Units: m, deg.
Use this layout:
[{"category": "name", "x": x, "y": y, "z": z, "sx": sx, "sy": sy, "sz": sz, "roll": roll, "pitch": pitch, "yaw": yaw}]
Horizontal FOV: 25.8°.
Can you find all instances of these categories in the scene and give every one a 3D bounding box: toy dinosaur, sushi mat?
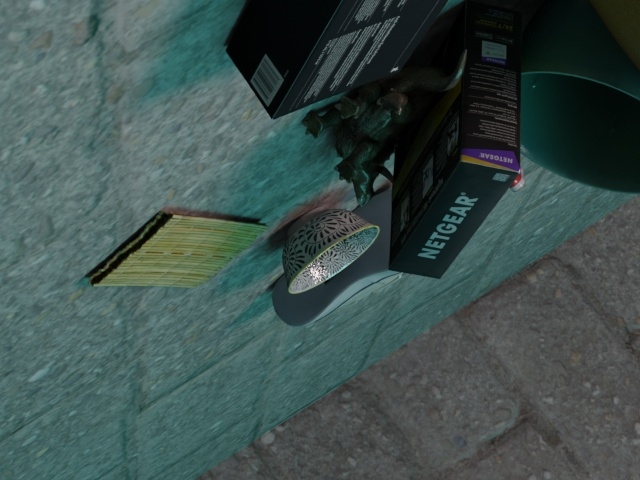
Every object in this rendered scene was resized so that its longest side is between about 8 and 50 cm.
[{"category": "toy dinosaur", "x": 0.082, "y": -0.169, "z": 1.785, "sx": 0.160, "sy": 0.121, "sz": 0.313, "roll": -37, "pitch": 168, "yaw": -50}, {"category": "sushi mat", "x": -0.186, "y": 0.016, "z": 1.892, "sx": 0.151, "sy": 0.019, "sz": 0.316, "roll": -40, "pitch": 166, "yaw": 14}]

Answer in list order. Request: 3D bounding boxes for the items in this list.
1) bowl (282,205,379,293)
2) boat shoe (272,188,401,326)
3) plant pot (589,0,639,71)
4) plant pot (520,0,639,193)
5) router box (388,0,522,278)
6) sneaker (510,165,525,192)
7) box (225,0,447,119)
[{"category": "bowl", "x": 0.000, "y": 0.000, "z": 2.145, "sx": 0.170, "sy": 0.080, "sz": 0.170, "roll": -33, "pitch": 166, "yaw": -9}, {"category": "boat shoe", "x": 0.094, "y": 0.026, "z": 2.340, "sx": 0.367, "sy": 0.136, "sz": 0.156, "roll": -39, "pitch": 166, "yaw": 26}, {"category": "plant pot", "x": 0.412, "y": -0.318, "z": 1.664, "sx": 0.237, "sy": 0.254, "sz": 0.237, "roll": -49, "pitch": 178, "yaw": -2}, {"category": "plant pot", "x": 0.404, "y": -0.238, "z": 1.901, "sx": 0.293, "sy": 0.293, "sz": 0.235, "roll": 101, "pitch": 14, "yaw": -70}, {"category": "router box", "x": 0.173, "y": -0.125, "z": 1.832, "sx": 0.081, "sy": 0.243, "sz": 0.309, "roll": 11, "pitch": 152, "yaw": -10}, {"category": "sneaker", "x": 0.344, "y": -0.136, "z": 2.599, "sx": 0.042, "sy": 0.067, "sz": 0.118, "roll": -41, "pitch": -165, "yaw": 11}, {"category": "box", "x": 0.040, "y": -0.254, "z": 1.373, "sx": 0.184, "sy": 0.103, "sz": 0.261, "roll": -21, "pitch": 160, "yaw": -35}]
